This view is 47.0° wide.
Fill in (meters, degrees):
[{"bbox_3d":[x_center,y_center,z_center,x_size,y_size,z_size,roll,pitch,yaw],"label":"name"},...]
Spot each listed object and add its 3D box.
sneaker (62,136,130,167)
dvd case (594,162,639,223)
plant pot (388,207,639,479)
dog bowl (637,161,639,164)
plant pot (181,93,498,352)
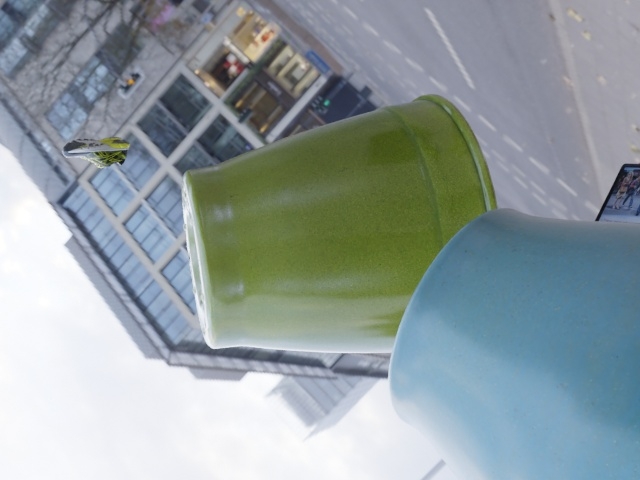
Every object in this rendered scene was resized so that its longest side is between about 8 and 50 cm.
[{"bbox_3d":[-0.265,-0.101,0.877,0.083,0.035,0.031,-11,-150,-40],"label":"sneaker"},{"bbox_3d":[0.369,0.026,0.847,0.022,0.252,0.180,30,174,-24],"label":"dvd case"},{"bbox_3d":[0.195,0.103,0.490,0.255,0.271,0.272,28,178,35],"label":"plant pot"},{"bbox_3d":[0.591,-0.004,1.054,0.150,0.408,0.408,51,-178,-33],"label":"dog bowl"},{"bbox_3d":[0.000,0.000,1.005,0.366,0.353,0.366,172,90,-77],"label":"plant pot"}]
